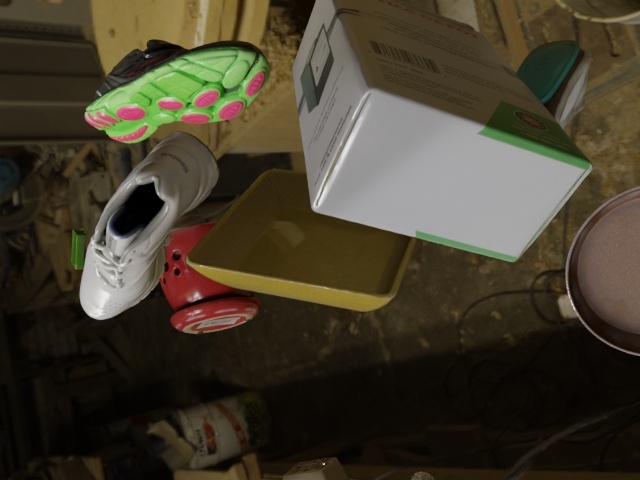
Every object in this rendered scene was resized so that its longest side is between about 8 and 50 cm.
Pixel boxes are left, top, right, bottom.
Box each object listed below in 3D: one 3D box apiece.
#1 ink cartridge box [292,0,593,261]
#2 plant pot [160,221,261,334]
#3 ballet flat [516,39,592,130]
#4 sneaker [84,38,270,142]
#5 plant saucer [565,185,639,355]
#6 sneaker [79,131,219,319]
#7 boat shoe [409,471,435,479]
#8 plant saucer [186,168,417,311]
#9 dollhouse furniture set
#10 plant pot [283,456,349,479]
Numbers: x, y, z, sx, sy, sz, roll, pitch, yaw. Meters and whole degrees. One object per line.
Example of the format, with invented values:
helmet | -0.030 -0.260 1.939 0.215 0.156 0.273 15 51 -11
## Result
ink cartridge box | 0.094 -0.133 0.588 0.289 0.211 0.121 -98 27 -50
plant pot | -0.206 0.075 1.116 0.191 0.191 0.174 -38 61 51
ballet flat | 0.271 -0.133 0.815 0.139 0.400 0.139 32 148 22
sneaker | -0.314 -0.345 1.227 0.483 0.185 0.202 -4 69 33
plant saucer | 0.318 0.027 0.557 0.169 0.029 0.168 2 102 10
sneaker | -0.244 -0.005 0.739 0.111 0.129 0.297 34 117 -1
boat shoe | 0.135 0.386 0.772 0.063 0.066 0.184 -10 109 31
plant saucer | 0.000 0.000 0.995 0.333 0.332 0.080 8 125 18
dollhouse furniture set | -0.324 0.011 0.967 0.076 0.152 0.058 30 117 51
plant pot | -0.006 0.423 0.982 0.109 0.109 0.096 -14 83 18
